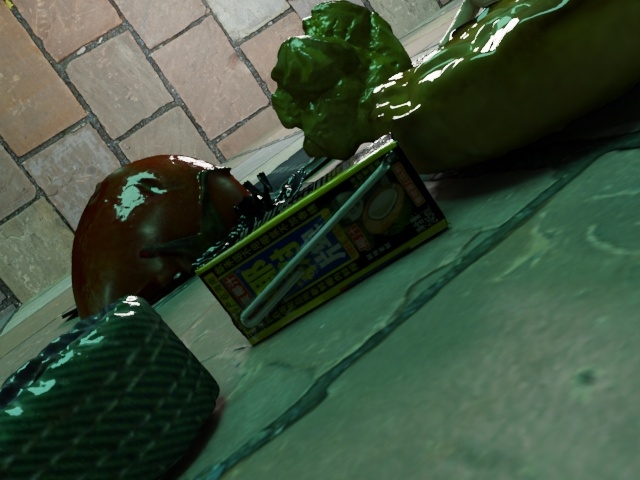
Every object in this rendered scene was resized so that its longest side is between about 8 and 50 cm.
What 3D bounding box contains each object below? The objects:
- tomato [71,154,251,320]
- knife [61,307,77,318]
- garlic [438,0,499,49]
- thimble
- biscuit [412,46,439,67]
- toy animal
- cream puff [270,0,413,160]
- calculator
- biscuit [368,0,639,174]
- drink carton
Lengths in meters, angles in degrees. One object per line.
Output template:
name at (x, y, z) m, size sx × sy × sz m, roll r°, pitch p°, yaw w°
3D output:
tomato at (-0.263, -0.023, 0.964) m, size 0.309 × 0.170 × 0.309 m, roll -31°, pitch 14°, yaw 8°
knife at (-0.424, 0.117, 1.199) m, size 0.060 × 0.028 × 0.230 m, roll -30°, pitch 4°, yaw -40°
garlic at (0.263, -0.410, 1.083) m, size 0.226 × 0.199 × 0.199 m, roll -48°, pitch 6°, yaw 27°
thimble at (-0.135, 0.103, 0.386) m, size 0.135 × 0.090 × 0.118 m, roll -43°, pitch 13°, yaw -25°
biscuit at (0.180, -0.328, 1.281) m, size 0.131 × 0.026 × 0.237 m, roll -23°, pitch 16°, yaw 45°
toy animal at (-0.084, -0.041, 0.869) m, size 0.220 × 0.062 × 0.108 m, roll -44°, pitch -2°, yaw -32°
cream puff at (0.024, -0.225, 0.898) m, size 0.195 × 0.195 × 0.221 m, roll -13°, pitch 54°, yaw 58°
calculator at (-0.013, -0.140, 1.089) m, size 0.274 × 0.028 × 0.166 m, roll -41°, pitch 18°, yaw -20°
biscuit at (0.175, -0.150, 0.508) m, size 0.296 × 0.102 × 0.296 m, roll -35°, pitch 10°, yaw 7°
drink carton at (0.000, 0.000, 0.463) m, size 0.166 × 0.071 × 0.056 m, roll -33°, pitch 10°, yaw 10°
